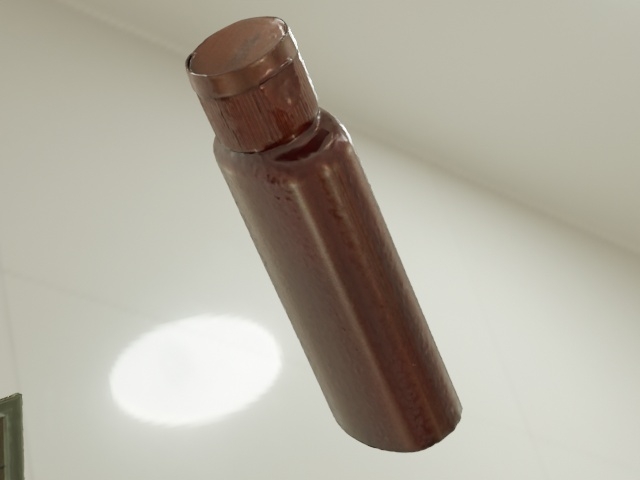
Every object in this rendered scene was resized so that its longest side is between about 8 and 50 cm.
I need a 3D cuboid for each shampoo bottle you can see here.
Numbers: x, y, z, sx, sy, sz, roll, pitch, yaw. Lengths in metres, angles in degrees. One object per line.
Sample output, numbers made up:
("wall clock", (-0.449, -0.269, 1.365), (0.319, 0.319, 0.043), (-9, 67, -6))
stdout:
("shampoo bottle", (0.000, 0.000, 0.949), (0.064, 0.102, 0.260), (-37, -57, -21))

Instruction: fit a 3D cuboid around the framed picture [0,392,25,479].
("framed picture", (-0.227, 0.159, 0.833), (0.183, 0.011, 0.142), (-19, -53, -33))
